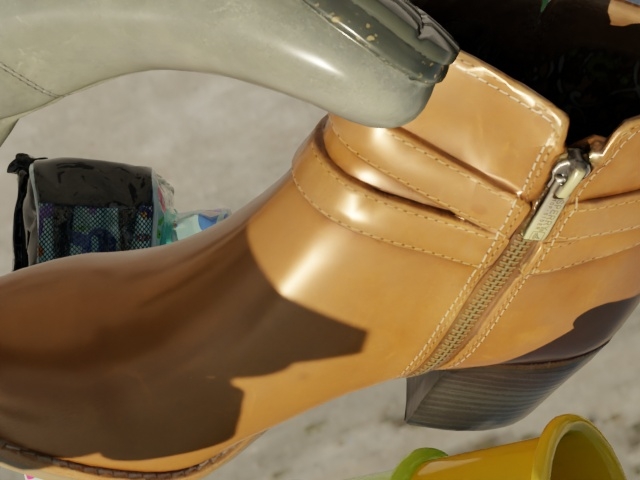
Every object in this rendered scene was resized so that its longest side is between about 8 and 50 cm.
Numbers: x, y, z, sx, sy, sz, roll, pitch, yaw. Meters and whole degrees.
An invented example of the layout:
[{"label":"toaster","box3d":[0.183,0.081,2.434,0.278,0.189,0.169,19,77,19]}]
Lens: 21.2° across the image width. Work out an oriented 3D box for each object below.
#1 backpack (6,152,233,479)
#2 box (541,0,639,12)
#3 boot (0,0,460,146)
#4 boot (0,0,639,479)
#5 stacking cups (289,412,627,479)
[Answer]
[{"label":"backpack","box3d":[-0.149,0.074,1.294,0.191,0.253,0.225,7,176,0]},{"label":"box","box3d":[0.215,-0.102,0.864,0.322,0.058,0.232,-1,146,-8]},{"label":"boot","box3d":[-0.097,-0.039,0.478,0.161,0.246,0.083,-68,169,8]},{"label":"boot","box3d":[0.000,0.000,0.624,0.283,0.109,0.220,4,145,-15]},{"label":"stacking cups","box3d":[-0.032,0.148,0.694,0.316,0.096,0.096,-16,167,26]}]
